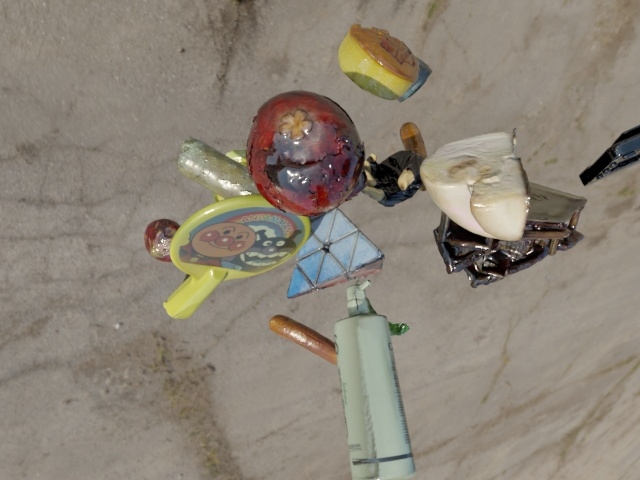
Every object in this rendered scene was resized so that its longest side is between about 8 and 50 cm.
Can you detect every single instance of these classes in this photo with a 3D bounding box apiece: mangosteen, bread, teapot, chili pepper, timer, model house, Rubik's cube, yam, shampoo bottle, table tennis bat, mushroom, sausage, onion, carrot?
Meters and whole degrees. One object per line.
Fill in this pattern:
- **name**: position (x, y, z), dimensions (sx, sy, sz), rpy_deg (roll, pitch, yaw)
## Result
- **mangosteen**: position (-0.015, -0.110, 0.643), dimensions (0.166, 0.166, 0.180), rpy_deg (-46, 163, 4)
- **bread**: position (0.111, -0.308, 0.831), dimensions (0.156, 0.125, 0.086), rpy_deg (8, 139, -34)
- **teapot**: position (0.217, -0.433, 1.205), dimensions (0.108, 0.149, 0.111), rpy_deg (44, 132, -11)
- **chili pepper**: position (0.198, 0.274, 1.747), dimensions (0.122, 0.279, 0.065), rpy_deg (-56, 150, 12)
- **timer**: position (0.634, -0.183, 0.980), dimensions (0.144, 0.055, 0.187), rpy_deg (-23, 165, 5)
- **model house**: position (0.451, 0.014, 1.187), dimensions (0.317, 0.297, 0.283), rpy_deg (-31, 142, -38)
- **Rubik's cube**: position (0.000, 0.000, 0.860), dimensions (0.190, 0.178, 0.211), rpy_deg (-22, 167, -3)
- **yam**: position (-0.205, -0.137, 1.064), dimensions (0.259, 0.093, 0.093), rpy_deg (30, 108, -1)
- **shampoo bottle**: position (0.067, 0.190, 0.660), dimensions (0.085, 0.263, 0.085), rpy_deg (-7, 158, -3)
- **table tennis bat**: position (-0.168, 0.038, 0.803), dimensions (0.224, 0.054, 0.368), rpy_deg (12, 139, -43)
- **mushroom**: position (0.277, -0.071, 0.855), dimensions (0.173, 0.236, 0.162), rpy_deg (-5, 125, 19)
- **sausage**: position (-0.054, 0.362, 1.752), dimensions (0.076, 0.302, 0.103), rpy_deg (-61, 180, -24)
- **onion**: position (-0.359, -0.001, 1.103), dimensions (0.097, 0.107, 0.107), rpy_deg (-41, 155, -62)
- **carrot**: position (0.251, -0.217, 1.225), dimensions (0.059, 0.248, 0.059), rpy_deg (-4, 144, -3)

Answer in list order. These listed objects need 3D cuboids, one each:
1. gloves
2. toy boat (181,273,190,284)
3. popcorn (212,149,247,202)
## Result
- **gloves**: position (0.151, -0.138, 1.045), dimensions (0.203, 0.164, 0.124), rpy_deg (-34, 117, -33)
- **toy boat**: position (-0.340, 0.115, 1.274), dimensions (0.063, 0.115, 0.016), rpy_deg (8, 105, -9)
- **popcorn**: position (-0.164, -0.130, 1.295), dimensions (0.256, 0.255, 0.195), rpy_deg (-17, 171, -18)
